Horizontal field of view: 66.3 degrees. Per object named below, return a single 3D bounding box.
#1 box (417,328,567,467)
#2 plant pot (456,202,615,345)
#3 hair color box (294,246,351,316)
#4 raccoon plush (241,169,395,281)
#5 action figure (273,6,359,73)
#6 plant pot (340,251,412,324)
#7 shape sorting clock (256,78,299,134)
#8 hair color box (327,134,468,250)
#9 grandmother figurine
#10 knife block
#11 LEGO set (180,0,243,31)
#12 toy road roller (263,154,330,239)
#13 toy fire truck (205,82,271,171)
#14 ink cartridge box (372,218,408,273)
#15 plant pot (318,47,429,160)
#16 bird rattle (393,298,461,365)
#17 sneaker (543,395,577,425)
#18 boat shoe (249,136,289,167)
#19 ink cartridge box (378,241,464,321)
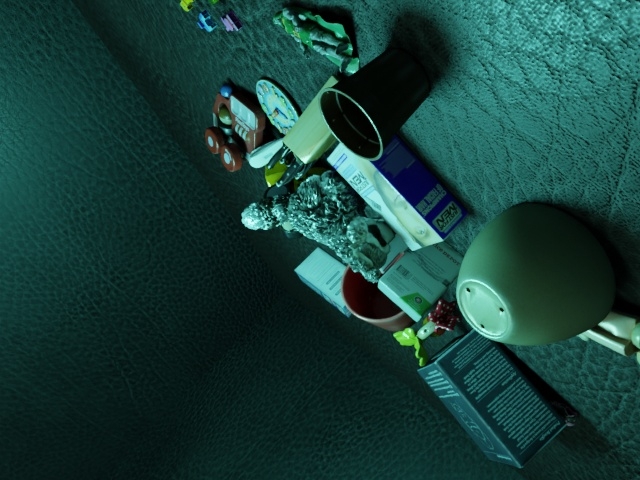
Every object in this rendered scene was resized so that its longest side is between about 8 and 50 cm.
[{"bbox_3d":[0.556,0.521,1.654,0.395,0.212,0.293,51,167,15],"label":"box"},{"bbox_3d":[0.381,0.093,0.960,0.284,0.191,0.284,46,150,36],"label":"plant pot"},{"bbox_3d":[0.058,0.192,2.321,0.347,0.174,0.105,34,162,38],"label":"hair color box"},{"bbox_3d":[0.000,0.000,1.414,0.216,0.446,0.299,15,-119,-53],"label":"raccoon plush"},{"bbox_3d":[-0.023,-0.448,1.065,0.232,0.063,0.137,42,168,30],"label":"action figure"},{"bbox_3d":[0.237,0.190,1.699,0.275,0.275,0.243,36,171,34],"label":"plant pot"},{"bbox_3d":[-0.130,-0.402,1.510,0.206,0.040,0.206,42,165,14],"label":"shape sorting clock"},{"bbox_3d":[0.184,-0.138,1.224,0.339,0.110,0.185,45,165,-3],"label":"hair color box"},{"bbox_3d":[0.529,0.151,1.062,0.342,0.104,0.208,20,142,54],"label":"grandmother figurine"},{"bbox_3d":[-0.031,-0.255,1.230,0.088,0.242,0.275,44,165,2],"label":"knife block"},{"bbox_3d":[-0.324,-0.640,1.319,0.227,0.087,0.093,52,164,-19],"label":"LEGO set"},{"bbox_3d":[-0.049,-0.182,1.671,0.202,0.241,0.329,63,-165,-49],"label":"toy road roller"},{"bbox_3d":[-0.290,-0.409,1.733,0.302,0.169,0.254,46,143,33],"label":"toy fire truck"},{"bbox_3d":[0.172,0.012,1.551,0.092,0.158,0.218,48,165,-14],"label":"ink cartridge box"},{"bbox_3d":[0.110,-0.272,0.947,0.167,0.165,0.167,42,165,13],"label":"plant pot"},{"bbox_3d":[0.380,0.286,1.674,0.143,0.253,0.207,42,-157,19],"label":"bird rattle"},{"bbox_3d":[0.764,0.532,1.562,0.119,0.047,0.057,36,141,32],"label":"sneaker"},{"bbox_3d":[-0.155,-0.306,1.634,0.066,0.184,0.063,45,-156,-43],"label":"boat shoe"},{"bbox_3d":[0.286,0.097,1.372,0.153,0.208,0.087,42,168,16],"label":"ink cartridge box"}]
